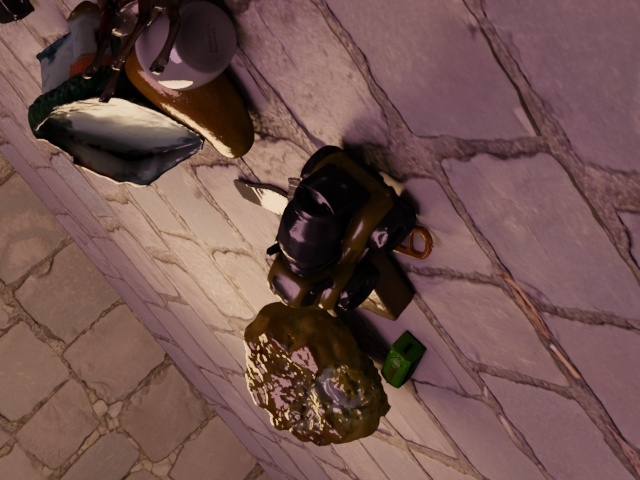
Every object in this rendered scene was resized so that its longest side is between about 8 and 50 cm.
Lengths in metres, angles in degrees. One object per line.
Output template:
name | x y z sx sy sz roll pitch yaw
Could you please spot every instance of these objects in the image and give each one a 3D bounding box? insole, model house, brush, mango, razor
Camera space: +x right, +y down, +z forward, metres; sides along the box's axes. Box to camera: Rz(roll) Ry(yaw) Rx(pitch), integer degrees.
insole | -0.084 -0.067 1.853 0.192 0.010 0.063 22 149 56
model house | -0.324 -0.259 1.792 0.253 0.184 0.291 25 -139 -52
brush | 0.042 0.035 1.695 0.197 0.059 0.123 26 156 51
mango | -0.174 -0.203 1.635 0.227 0.099 0.136 45 160 -21
razor | -0.569 -0.438 2.125 0.090 0.054 0.148 55 160 -24
brush | 0.045 -0.021 1.579 0.314 0.017 0.090 18 111 51

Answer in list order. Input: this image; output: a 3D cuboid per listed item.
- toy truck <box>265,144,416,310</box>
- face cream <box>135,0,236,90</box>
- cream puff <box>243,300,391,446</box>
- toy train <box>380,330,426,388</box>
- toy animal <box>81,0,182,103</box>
toy truck | 0.000 0.000 1.470 0.147 0.165 0.224 41 131 19
face cream | -0.170 -0.250 1.485 0.104 0.117 0.117 0 130 56
cream puff | 0.004 0.213 2.003 0.282 0.185 0.282 22 127 32
toy train | 0.126 0.201 1.886 0.044 0.042 0.209 44 162 13
toy animal | -0.231 -0.301 1.442 0.243 0.260 0.087 -7 153 38
